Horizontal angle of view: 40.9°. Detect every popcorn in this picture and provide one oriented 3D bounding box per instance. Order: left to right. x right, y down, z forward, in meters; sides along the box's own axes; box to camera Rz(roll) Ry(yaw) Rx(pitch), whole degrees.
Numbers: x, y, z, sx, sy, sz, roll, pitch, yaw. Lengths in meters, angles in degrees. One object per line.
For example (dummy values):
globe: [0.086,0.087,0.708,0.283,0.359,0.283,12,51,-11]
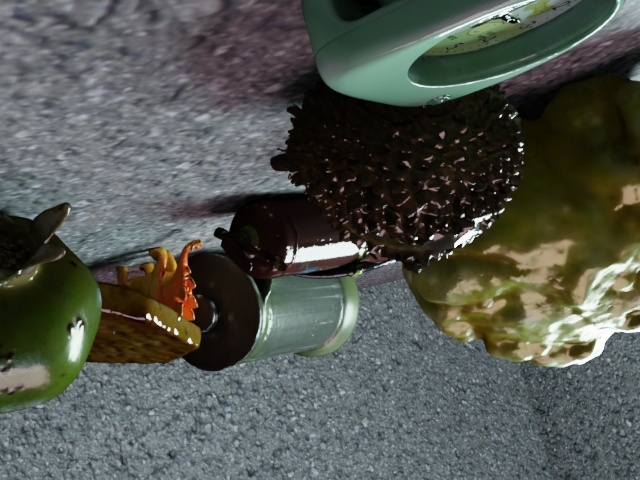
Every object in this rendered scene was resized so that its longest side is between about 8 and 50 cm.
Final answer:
popcorn: [0.252,-0.010,0.933,0.334,0.293,0.292,-32,172,7]

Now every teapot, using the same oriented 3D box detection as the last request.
teapot: [-0.122,0.122,1.423,0.270,0.200,0.337,-29,165,26]

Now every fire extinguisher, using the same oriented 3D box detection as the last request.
fire extinguisher: [0.000,0.000,1.069,0.141,0.105,0.341,20,-163,37]

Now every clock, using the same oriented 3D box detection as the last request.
clock: [0.097,-0.134,0.476,0.188,0.060,0.148,-20,171,29]

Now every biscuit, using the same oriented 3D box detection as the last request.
biscuit: [-0.323,0.098,1.049,0.359,0.046,0.359,3,161,1]

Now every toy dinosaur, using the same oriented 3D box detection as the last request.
toy dinosaur: [-0.217,0.073,1.182,0.070,0.117,0.288,-9,173,-39]

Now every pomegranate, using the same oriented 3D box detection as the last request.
pomegranate: [-0.271,0.045,0.729,0.181,0.181,0.224,-10,149,-36]

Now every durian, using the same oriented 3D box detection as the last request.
durian: [0.055,-0.064,0.661,0.196,0.167,0.196,2,154,1]
